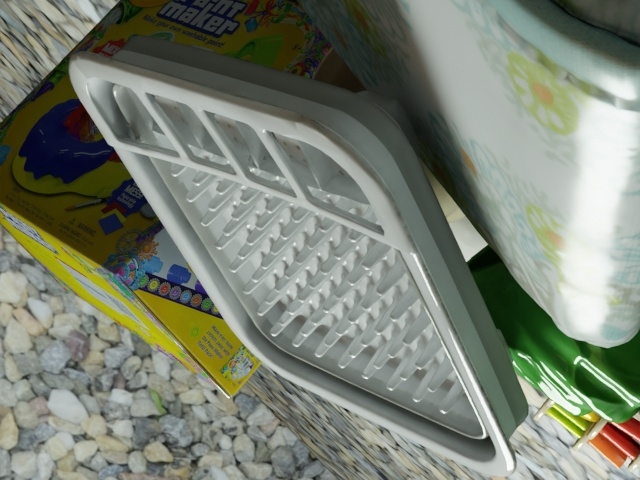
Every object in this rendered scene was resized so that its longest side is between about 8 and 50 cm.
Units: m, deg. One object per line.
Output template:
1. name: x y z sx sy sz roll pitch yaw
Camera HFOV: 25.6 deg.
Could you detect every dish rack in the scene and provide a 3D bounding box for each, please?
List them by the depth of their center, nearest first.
1. dish rack: 0.000 0.000 0.925 0.285 0.072 0.333 20 148 42

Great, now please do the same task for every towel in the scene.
1. towel: 0.065 -0.145 0.737 0.374 0.090 0.320 54 174 23

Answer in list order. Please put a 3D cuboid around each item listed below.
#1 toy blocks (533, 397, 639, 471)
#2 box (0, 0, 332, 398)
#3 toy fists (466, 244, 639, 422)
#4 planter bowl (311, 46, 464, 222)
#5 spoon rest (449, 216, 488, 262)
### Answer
1. toy blocks: 0.291 0.196 1.398 0.148 0.054 0.123 38 165 10
2. box: -0.112 -0.065 1.226 0.290 0.279 0.177 25 159 47
3. toy fists: 0.217 0.032 0.897 0.279 0.096 0.142 -27 100 48
4. planter bowl: 0.064 -0.073 1.040 0.109 0.162 0.162 18 179 -30
5. spoon rest: 0.118 0.026 1.343 0.137 0.084 0.276 38 152 8
